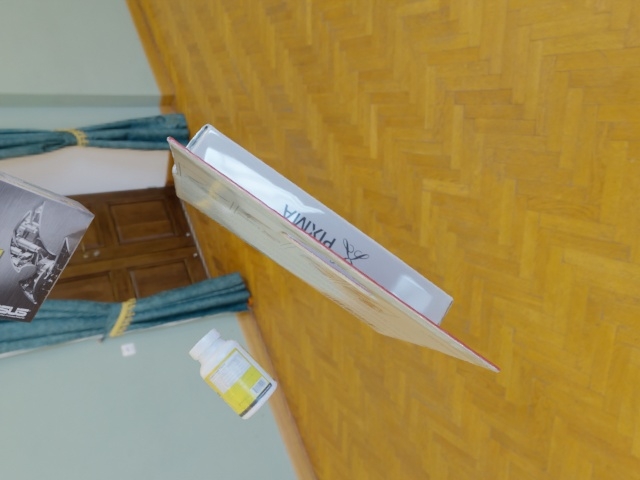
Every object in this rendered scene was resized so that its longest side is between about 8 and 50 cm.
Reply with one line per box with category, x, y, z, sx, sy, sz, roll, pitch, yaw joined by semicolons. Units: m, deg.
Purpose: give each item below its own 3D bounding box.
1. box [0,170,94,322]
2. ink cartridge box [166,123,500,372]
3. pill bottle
box;-0.437;-0.001;0.622;0.056;0.231;0.183;32;89;32
ink cartridge box;0.000;0.000;0.431;0.060;0.275;0.239;-57;10;-12
pill bottle;-0.187;0.278;1.044;0.184;0.103;0.103;45;140;3
